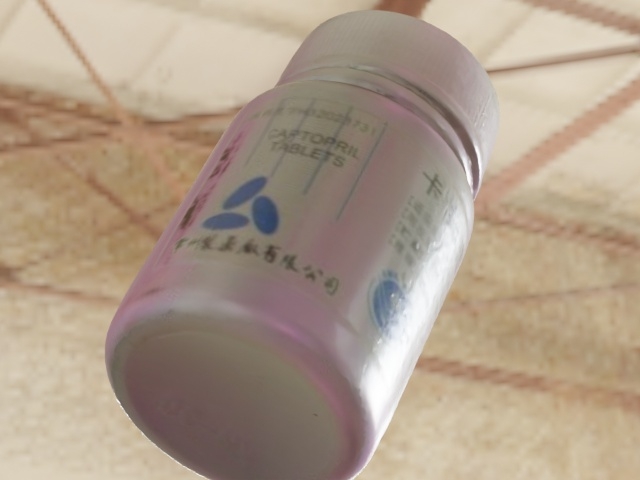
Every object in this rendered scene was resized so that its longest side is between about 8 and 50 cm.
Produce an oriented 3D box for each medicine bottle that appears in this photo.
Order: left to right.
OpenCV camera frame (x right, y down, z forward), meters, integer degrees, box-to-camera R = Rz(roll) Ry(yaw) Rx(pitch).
[{"bbox_3d":[0.000,0.000,1.011,0.152,0.254,0.152,16,-41,15],"label":"medicine bottle"}]
